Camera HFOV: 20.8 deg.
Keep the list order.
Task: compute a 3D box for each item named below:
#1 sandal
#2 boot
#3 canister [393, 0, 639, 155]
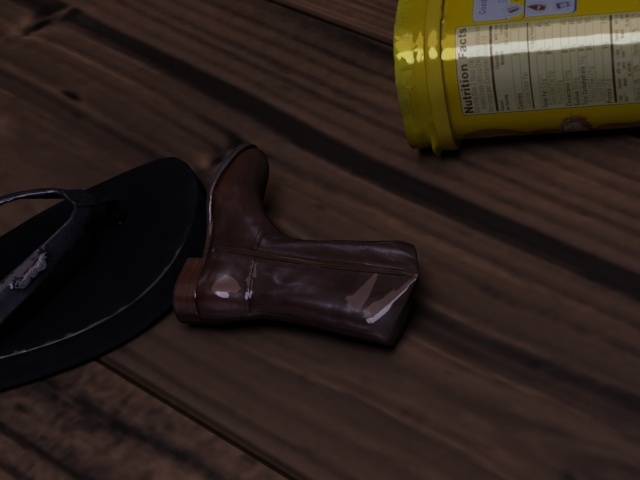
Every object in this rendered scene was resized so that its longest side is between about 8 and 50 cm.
[{"bbox_3d":[-0.164,0.028,0.803,0.254,0.054,0.097,-27,41,-14],"label":"sandal"},{"bbox_3d":[0.000,0.000,0.796,0.114,0.037,0.106,1,56,24],"label":"boot"},{"bbox_3d":[0.128,-0.105,0.849,0.170,0.073,0.126,-3,41,13],"label":"canister"}]
